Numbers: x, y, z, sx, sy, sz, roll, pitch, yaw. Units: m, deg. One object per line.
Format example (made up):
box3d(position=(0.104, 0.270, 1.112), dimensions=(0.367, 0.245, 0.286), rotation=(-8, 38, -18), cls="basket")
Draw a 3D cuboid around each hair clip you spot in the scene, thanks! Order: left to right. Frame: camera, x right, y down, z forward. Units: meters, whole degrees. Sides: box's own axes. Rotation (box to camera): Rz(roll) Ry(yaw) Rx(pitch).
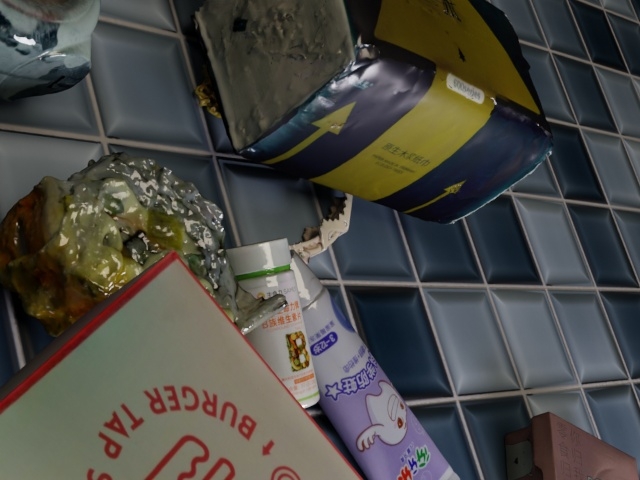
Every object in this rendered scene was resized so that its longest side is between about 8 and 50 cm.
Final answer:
box3d(position=(0.000, 0.000, 1.495), dimensions=(0.072, 0.034, 0.226), rotation=(59, 35, -7), cls="hair clip")

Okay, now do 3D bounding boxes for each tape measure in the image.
box3d(position=(-0.342, -0.264, 1.181), dimensions=(0.275, 0.147, 0.256), rotation=(30, 39, -39), cls="tape measure")

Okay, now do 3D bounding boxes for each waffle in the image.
box3d(position=(-0.126, -0.188, 1.489), dimensions=(0.078, 0.016, 0.085), rotation=(30, 46, -39), cls="waffle")

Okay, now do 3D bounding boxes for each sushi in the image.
box3d(position=(-0.180, 0.034, 1.173), dimensions=(0.274, 0.139, 0.184), rotation=(41, 41, -23), cls="sushi")

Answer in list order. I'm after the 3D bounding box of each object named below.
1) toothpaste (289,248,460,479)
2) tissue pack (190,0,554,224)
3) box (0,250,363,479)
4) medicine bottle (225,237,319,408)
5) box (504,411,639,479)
box3d(position=(0.041, 0.181, 1.398), dimensions=(0.371, 0.080, 0.125), rotation=(58, 45, -12), cls="toothpaste")
box3d(position=(0.072, -0.211, 1.523), dimensions=(0.417, 0.253, 0.264), rotation=(16, 47, -44), cls="tissue pack")
box3d(position=(-0.174, 0.254, 0.889), dimensions=(0.312, 0.300, 0.314), rotation=(51, 38, -6), cls="box")
box3d(position=(-0.059, 0.094, 1.282), dimensions=(0.086, 0.086, 0.183), rotation=(-14, 93, -52), cls="medicine bottle")
box3d(position=(0.348, 0.371, 1.605), dimensions=(0.215, 0.086, 0.215), rotation=(29, 46, -34), cls="box")
